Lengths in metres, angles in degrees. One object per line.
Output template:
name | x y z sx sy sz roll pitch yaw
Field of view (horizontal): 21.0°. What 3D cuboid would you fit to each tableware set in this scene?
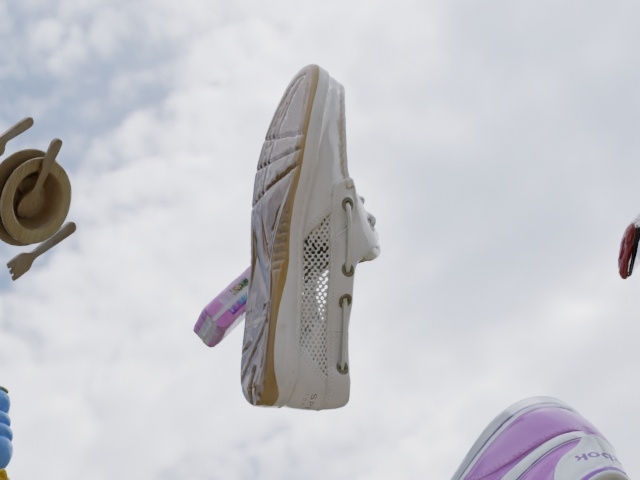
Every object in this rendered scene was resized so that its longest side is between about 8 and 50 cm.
tableware set | -0.278 -0.005 1.445 0.194 0.039 0.128 -42 -49 -32

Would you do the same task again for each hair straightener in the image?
hair straightener | 0.272 0.002 1.241 0.089 0.047 0.230 10 7 16

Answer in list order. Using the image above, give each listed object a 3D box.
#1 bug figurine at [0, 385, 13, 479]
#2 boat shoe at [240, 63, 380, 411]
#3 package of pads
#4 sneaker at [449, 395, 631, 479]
bug figurine | -0.327 0.165 1.465 0.072 0.216 0.279 -23 -36 12
boat shoe | 0.000 0.000 1.373 0.096 0.277 0.098 10 -9 -20
package of pads | -0.080 0.059 1.609 0.083 0.032 0.050 -44 -5 -32
sneaker | 0.097 0.239 1.053 0.102 0.161 0.282 23 -81 -19
